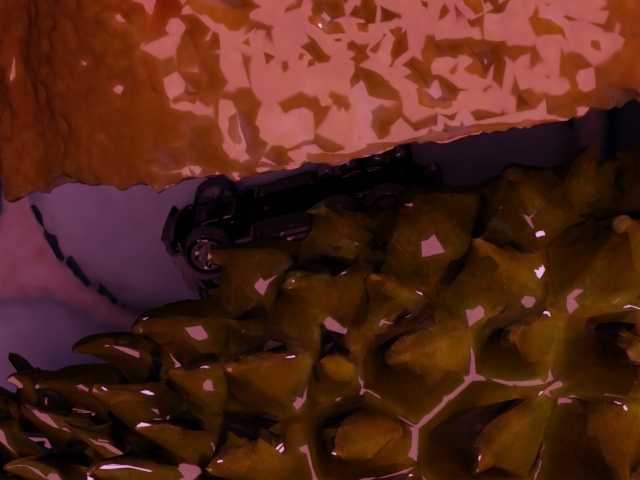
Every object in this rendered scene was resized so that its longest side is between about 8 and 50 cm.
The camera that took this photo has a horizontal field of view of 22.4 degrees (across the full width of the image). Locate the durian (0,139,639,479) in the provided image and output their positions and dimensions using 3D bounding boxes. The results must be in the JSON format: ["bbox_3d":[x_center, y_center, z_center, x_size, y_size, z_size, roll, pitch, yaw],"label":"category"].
[{"bbox_3d":[0.037,0.071,0.406,0.355,0.169,0.157,-14,82,9],"label":"durian"}]

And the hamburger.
[{"bbox_3d":[0.052,-0.106,0.378,0.283,0.144,0.156,-11,95,8],"label":"hamburger"}]

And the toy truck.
[{"bbox_3d":[0.000,0.000,0.467,0.083,0.039,0.044,-14,118,9],"label":"toy truck"}]
